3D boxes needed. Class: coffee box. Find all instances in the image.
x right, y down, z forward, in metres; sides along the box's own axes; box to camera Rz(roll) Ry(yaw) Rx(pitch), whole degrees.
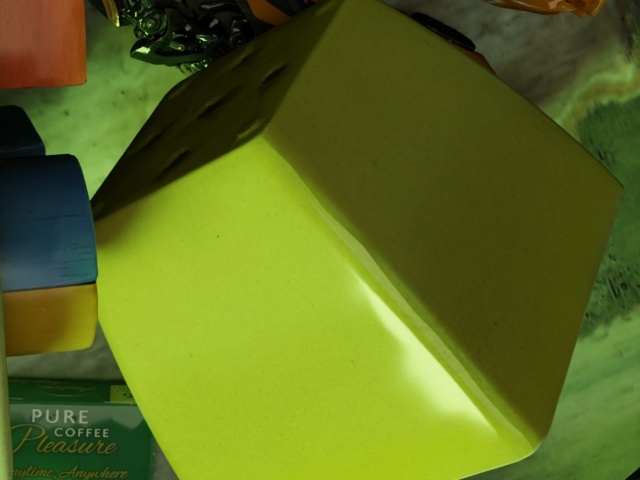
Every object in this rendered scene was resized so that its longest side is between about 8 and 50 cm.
[{"bbox_3d":[-0.160,0.175,0.998,0.113,0.040,0.184,1,108,-6],"label":"coffee box"}]

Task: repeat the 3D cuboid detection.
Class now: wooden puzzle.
[{"bbox_3d":[-0.163,-0.076,0.775,0.080,0.322,0.347,-1,107,-19],"label":"wooden puzzle"}]

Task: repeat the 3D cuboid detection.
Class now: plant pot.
[{"bbox_3d":[0.000,0.000,0.833,0.212,0.212,0.187,-25,115,37],"label":"plant pot"}]

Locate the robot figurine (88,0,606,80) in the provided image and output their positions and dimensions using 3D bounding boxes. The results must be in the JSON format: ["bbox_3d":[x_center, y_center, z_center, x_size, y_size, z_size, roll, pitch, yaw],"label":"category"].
[{"bbox_3d":[0.005,-0.160,0.888,0.291,0.085,0.211,23,108,-14],"label":"robot figurine"}]

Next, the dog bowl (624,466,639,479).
[{"bbox_3d":[0.311,0.313,0.951,0.408,0.150,0.408,2,87,-32],"label":"dog bowl"}]
